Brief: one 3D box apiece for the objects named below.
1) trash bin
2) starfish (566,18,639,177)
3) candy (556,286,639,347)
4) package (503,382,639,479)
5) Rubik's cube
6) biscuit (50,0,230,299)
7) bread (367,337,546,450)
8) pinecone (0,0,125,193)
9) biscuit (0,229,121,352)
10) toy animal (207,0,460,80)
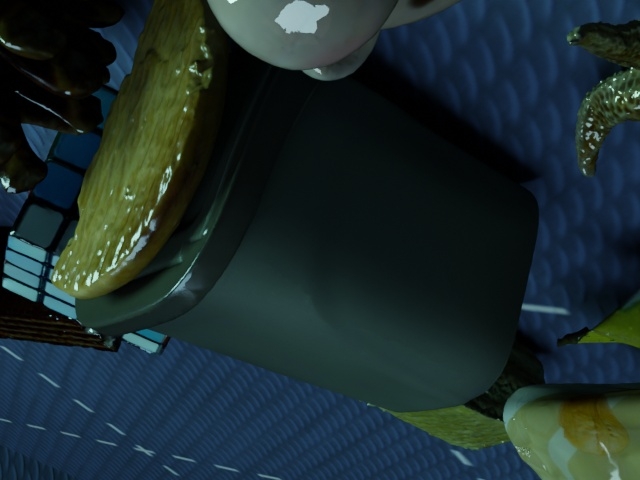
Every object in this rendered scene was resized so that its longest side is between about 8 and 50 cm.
[{"bbox_3d":[0.000,0.000,0.979,0.250,0.219,0.220,26,159,-26],"label":"trash bin"},{"bbox_3d":[0.235,-0.073,0.785,0.235,0.062,0.277,1,158,39],"label":"starfish"},{"bbox_3d":[0.301,0.036,0.928,0.187,0.081,0.297,3,163,-16],"label":"candy"},{"bbox_3d":[0.321,0.178,1.052,0.221,0.165,0.311,3,170,-38],"label":"package"},{"bbox_3d":[-0.163,-0.014,1.173,0.154,0.151,0.155,25,158,-4],"label":"Rubik's cube"},{"bbox_3d":[-0.104,-0.064,0.891,0.033,0.224,0.144,19,179,-32],"label":"biscuit"},{"bbox_3d":[0.105,0.113,1.277,0.196,0.102,0.138,30,159,-26],"label":"bread"},{"bbox_3d":[-0.243,-0.127,0.928,0.229,0.202,0.201,11,120,-26],"label":"pinecone"},{"bbox_3d":[-0.290,0.048,1.488,0.252,0.106,0.070,2,149,38],"label":"biscuit"},{"bbox_3d":[-0.008,-0.194,0.560,0.221,0.210,0.229,50,-158,9],"label":"toy animal"}]
